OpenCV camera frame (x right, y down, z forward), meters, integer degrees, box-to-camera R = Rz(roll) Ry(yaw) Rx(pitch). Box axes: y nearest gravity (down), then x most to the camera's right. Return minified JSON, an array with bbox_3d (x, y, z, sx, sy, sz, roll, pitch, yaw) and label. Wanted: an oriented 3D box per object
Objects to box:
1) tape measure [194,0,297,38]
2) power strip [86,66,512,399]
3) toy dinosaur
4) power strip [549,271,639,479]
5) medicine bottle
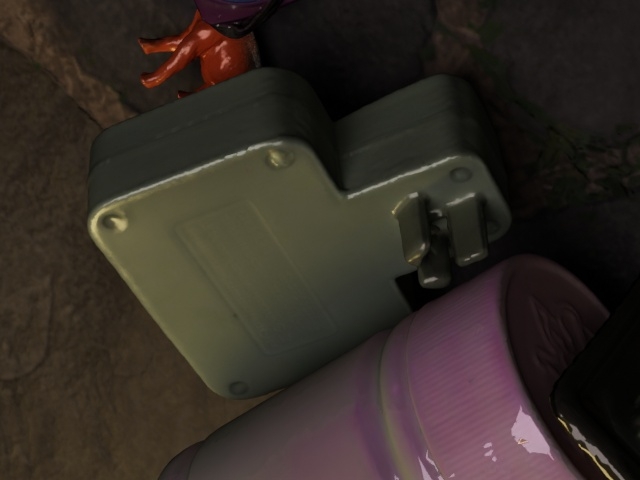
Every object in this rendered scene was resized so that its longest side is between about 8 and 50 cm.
[{"bbox_3d":[-0.049,-0.206,1.333,0.118,0.074,0.125,-15,98,0],"label":"tape measure"},{"bbox_3d":[0.000,0.000,1.318,0.261,0.141,0.229,-20,133,14],"label":"power strip"},{"bbox_3d":[-0.083,-0.144,1.394,0.101,0.055,0.280,-21,101,9],"label":"toy dinosaur"},{"bbox_3d":[0.283,0.128,1.222,0.257,0.251,0.092,44,115,4],"label":"power strip"},{"bbox_3d":[0.059,0.166,1.301,0.316,0.202,0.202,-32,94,30],"label":"medicine bottle"}]
